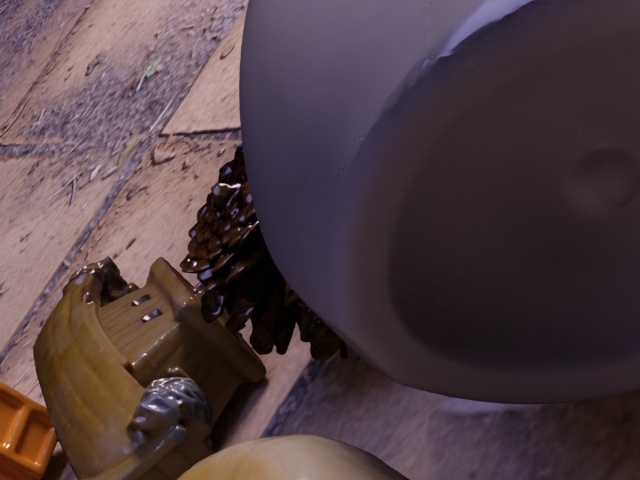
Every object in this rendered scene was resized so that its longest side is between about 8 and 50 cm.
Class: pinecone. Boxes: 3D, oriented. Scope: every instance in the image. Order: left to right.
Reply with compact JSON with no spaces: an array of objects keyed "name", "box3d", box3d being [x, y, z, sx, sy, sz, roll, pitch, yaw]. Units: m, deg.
[{"name":"pinecone","box3d":[-0.001,-0.001,0.886,0.140,0.120,0.140,-41,29,29]}]

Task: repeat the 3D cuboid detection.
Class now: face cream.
[{"name":"face cream","box3d":[0.103,-0.110,0.722,0.312,0.219,0.357,-35,26,23]}]

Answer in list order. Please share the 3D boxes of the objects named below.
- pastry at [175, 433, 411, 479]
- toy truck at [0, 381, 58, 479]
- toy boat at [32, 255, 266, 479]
[{"name":"pastry","box3d":[-0.025,0.198,0.616,0.265,0.133,0.265,-42,25,24]},{"name":"toy truck","box3d":[-0.290,0.161,1.202,0.270,0.114,0.135,-24,39,48]},{"name":"toy boat","box3d":[-0.102,0.072,1.014,0.121,0.089,0.321,-45,21,1]}]
